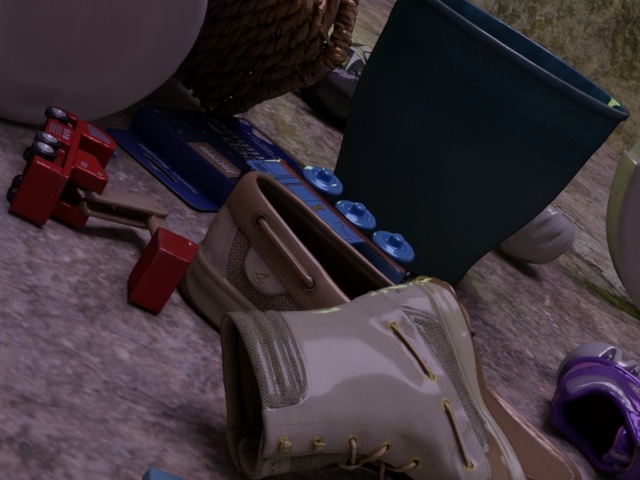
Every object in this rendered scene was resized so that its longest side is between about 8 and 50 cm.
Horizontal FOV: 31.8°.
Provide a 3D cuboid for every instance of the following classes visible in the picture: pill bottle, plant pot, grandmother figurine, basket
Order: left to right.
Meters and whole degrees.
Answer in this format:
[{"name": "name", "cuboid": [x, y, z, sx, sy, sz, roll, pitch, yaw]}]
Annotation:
[{"name": "pill bottle", "cuboid": [-0.271, -0.309, 0.992, 0.224, 0.224, 0.392, 12, 39, -47]}, {"name": "basket", "cuboid": [-0.057, -0.286, 1.146, 0.223, 0.213, 0.299, 50, -26, -15]}, {"name": "plant pot", "cuboid": [0.141, -0.104, 1.199, 0.271, 0.255, 0.272, 29, 17, -10]}, {"name": "grandmother figurine", "cuboid": [0.237, -0.074, 1.543, 0.207, 0.104, 0.342, 13, 22, -26]}]

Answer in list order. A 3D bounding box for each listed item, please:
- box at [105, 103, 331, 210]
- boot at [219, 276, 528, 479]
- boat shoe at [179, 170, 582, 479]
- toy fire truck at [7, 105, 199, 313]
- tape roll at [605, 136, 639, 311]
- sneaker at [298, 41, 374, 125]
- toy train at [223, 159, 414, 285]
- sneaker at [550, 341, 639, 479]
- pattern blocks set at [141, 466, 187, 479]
[{"name": "box", "cuboid": [-0.093, -0.079, 1.106, 0.136, 0.037, 0.225, 40, 20, 23]}, {"name": "boot", "cuboid": [0.032, 0.131, 0.677, 0.165, 0.077, 0.213, -6, 69, -31]}, {"name": "boat shoe", "cuboid": [0.053, 0.079, 0.806, 0.341, 0.110, 0.121, 35, 18, 10]}, {"name": "toy fire truck", "cuboid": [-0.161, -0.030, 0.842, 0.135, 0.047, 0.192, 27, 18, -17]}, {"name": "tape roll", "cuboid": [0.586, -0.027, 1.528, 0.392, 0.392, 0.072, 29, 19, -11]}, {"name": "sneaker", "cuboid": [0.025, -0.246, 1.634, 0.135, 0.098, 0.276, 29, 19, -17]}, {"name": "toy train", "cuboid": [0.000, 0.000, 0.992, 0.105, 0.080, 0.184, -8, 45, -50]}, {"name": "sneaker", "cuboid": [0.295, 0.185, 0.981, 0.236, 0.095, 0.104, 34, 24, 23]}, {"name": "pattern blocks set", "cuboid": [0.000, 0.227, 0.466, 0.285, 0.026, 0.325, 29, 18, -11]}]
